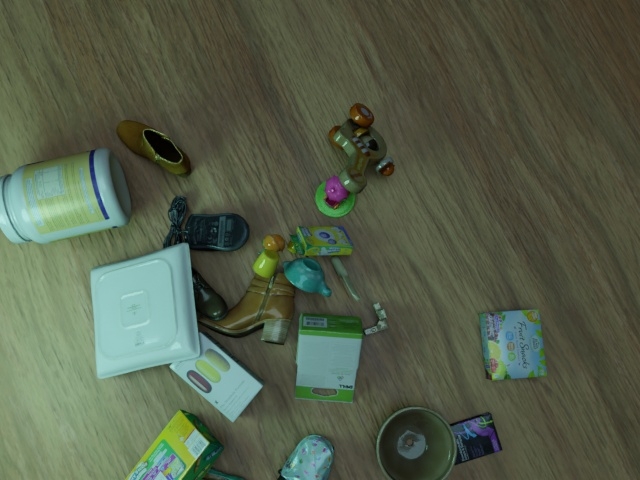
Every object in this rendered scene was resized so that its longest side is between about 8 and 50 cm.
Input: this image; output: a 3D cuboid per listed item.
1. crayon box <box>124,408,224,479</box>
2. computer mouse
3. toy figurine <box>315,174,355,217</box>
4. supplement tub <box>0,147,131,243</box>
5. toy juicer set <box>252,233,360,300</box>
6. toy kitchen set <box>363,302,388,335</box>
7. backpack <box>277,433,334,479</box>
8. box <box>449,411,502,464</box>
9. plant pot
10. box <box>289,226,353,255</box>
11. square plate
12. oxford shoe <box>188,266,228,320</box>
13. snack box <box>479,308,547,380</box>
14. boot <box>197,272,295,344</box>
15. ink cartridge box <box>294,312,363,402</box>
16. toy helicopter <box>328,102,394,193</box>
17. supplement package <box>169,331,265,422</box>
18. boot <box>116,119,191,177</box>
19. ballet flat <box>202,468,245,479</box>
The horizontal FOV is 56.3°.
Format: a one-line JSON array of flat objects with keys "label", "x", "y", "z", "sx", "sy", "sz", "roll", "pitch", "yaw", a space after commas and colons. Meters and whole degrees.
[{"label": "crayon box", "x": -0.425, "y": 0.650, "z": 1.708, "sx": 0.165, "sy": 0.081, "sz": 0.278, "roll": 30, "pitch": 79, "yaw": 39}, {"label": "computer mouse", "x": -0.345, "y": -0.034, "z": 1.871, "sx": 0.272, "sy": 0.072, "sz": 0.188, "roll": 7, "pitch": 83, "yaw": 11}, {"label": "toy figurine", "x": 0.067, "y": -0.165, "z": 1.862, "sx": 0.130, "sy": 0.159, "sz": 0.173, "roll": 43, "pitch": 81, "yaw": 4}, {"label": "supplement tub", "x": -0.757, "y": -0.126, "z": 1.773, "sx": 0.331, "sy": 0.241, "sz": 0.241, "roll": -13, "pitch": 82, "yaw": -5}, {"label": "toy juicer set", "x": -0.044, "y": 0.086, "z": 1.827, "sx": 0.329, "sy": 0.209, "sz": 0.089, "roll": 22, "pitch": 118, "yaw": -14}, {"label": "toy kitchen set", "x": 0.163, "y": 0.242, "z": 1.848, "sx": 0.075, "sy": 0.068, "sz": 0.083, "roll": -18, "pitch": 82, "yaw": -6}, {"label": "backpack", "x": -0.029, "y": 0.661, "z": 1.750, "sx": 0.152, "sy": 0.115, "sz": 0.182, "roll": 28, "pitch": 78, "yaw": 4}, {"label": "box", "x": 0.460, "y": 0.606, "z": 1.826, "sx": 0.162, "sy": 0.029, "sz": 0.116, "roll": -16, "pitch": 82, "yaw": -4}, {"label": "plant pot", "x": 0.277, "y": 0.609, "z": 1.776, "sx": 0.237, "sy": 0.110, "sz": 0.237, "roll": 0, "pitch": 82, "yaw": -2}, {"label": "box", "x": 0.000, "y": 0.000, "z": 1.840, "sx": 0.179, "sy": 0.043, "sz": 0.105, "roll": -2, "pitch": 38, "yaw": -20}, {"label": "square plate", "x": -0.530, "y": 0.203, "z": 1.754, "sx": 0.347, "sy": 0.049, "sz": 0.344, "roll": -15, "pitch": 72, "yaw": 15}, {"label": "oxford shoe", "x": -0.361, "y": 0.154, "z": 1.778, "sx": 0.083, "sy": 0.096, "sz": 0.227, "roll": -42, "pitch": 61, "yaw": -16}, {"label": "snack box", "x": 0.596, "y": 0.322, "z": 1.857, "sx": 0.174, "sy": 0.070, "sz": 0.207, "roll": -3, "pitch": 82, "yaw": -3}, {"label": "boot", "x": -0.218, "y": 0.187, "z": 1.824, "sx": 0.283, "sy": 0.109, "sz": 0.220, "roll": 7, "pitch": 73, "yaw": 9}, {"label": "ink cartridge box", "x": 0.019, "y": 0.359, "z": 1.819, "sx": 0.189, "sy": 0.097, "sz": 0.255, "roll": 5, "pitch": 115, "yaw": -2}, {"label": "toy helicopter", "x": 0.133, "y": -0.245, "z": 1.826, "sx": 0.235, "sy": 0.140, "sz": 0.355, "roll": 37, "pitch": 37, "yaw": -15}, {"label": "supplement package", "x": -0.301, "y": 0.398, "z": 1.767, "sx": 0.244, "sy": 0.134, "sz": 0.139, "roll": 39, "pitch": 81, "yaw": 4}, {"label": "boot", "x": -0.520, "y": -0.307, "z": 1.828, "sx": 0.295, "sy": 0.211, "sz": 0.104, "roll": 35, "pitch": 80, "yaw": 3}, {"label": "ballet flat", "x": -0.331, "y": 0.706, "z": 1.740, "sx": 0.247, "sy": 0.087, "sz": 0.083, "roll": 12, "pitch": 81, "yaw": -1}]
